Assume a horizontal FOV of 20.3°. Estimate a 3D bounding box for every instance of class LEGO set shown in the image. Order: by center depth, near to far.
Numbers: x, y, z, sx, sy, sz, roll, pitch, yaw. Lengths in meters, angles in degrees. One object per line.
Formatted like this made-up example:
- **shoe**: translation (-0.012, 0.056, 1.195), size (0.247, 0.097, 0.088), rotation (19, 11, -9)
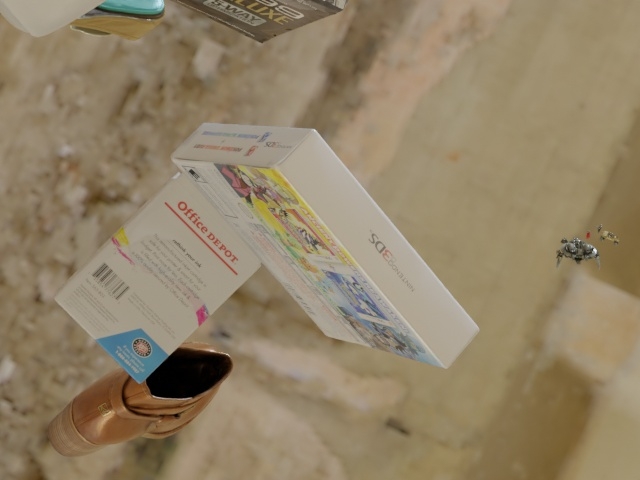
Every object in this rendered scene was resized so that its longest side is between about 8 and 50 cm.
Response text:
- **LEGO set**: translation (0.282, 0.004, 1.903), size (0.083, 0.054, 0.023), rotation (-48, 154, -38)

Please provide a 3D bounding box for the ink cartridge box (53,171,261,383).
- **ink cartridge box**: translation (-0.121, 0.017, 1.494), size (0.181, 0.104, 0.061), rotation (-44, -175, 5)

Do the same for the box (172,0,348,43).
- **box**: translation (-0.139, -0.312, 1.848), size (0.242, 0.307, 0.077), rotation (-3, -114, 68)

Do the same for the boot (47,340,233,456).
- **boot**: translation (-0.173, 0.163, 2.142), size (0.283, 0.109, 0.220), rotation (-15, 168, -43)

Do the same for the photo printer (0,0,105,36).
- **photo printer**: translation (-0.185, -0.308, 1.242), size (0.256, 0.107, 0.307), rotation (-33, 146, 1)

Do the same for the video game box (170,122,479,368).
- **video game box**: translation (0.000, 0.000, 1.323), size (0.048, 0.205, 0.187), rotation (-47, -156, -14)

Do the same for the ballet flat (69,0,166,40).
- **ballet flat**: translation (-0.288, -0.268, 2.064), size (0.073, 0.232, 0.080), rotation (-42, -128, 41)
